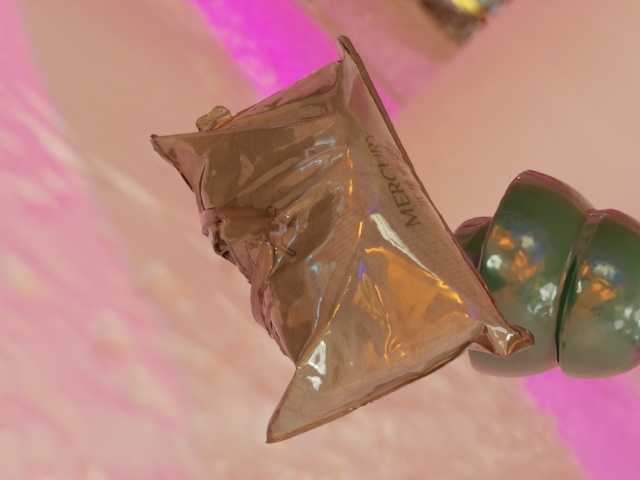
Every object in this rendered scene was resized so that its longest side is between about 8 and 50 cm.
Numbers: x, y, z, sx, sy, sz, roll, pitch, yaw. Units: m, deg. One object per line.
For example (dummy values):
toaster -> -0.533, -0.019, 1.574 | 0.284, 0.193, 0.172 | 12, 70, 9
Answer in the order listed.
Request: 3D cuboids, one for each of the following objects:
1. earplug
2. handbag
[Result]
earplug -> 0.162, 0.049, 1.254 | 0.280, 0.164, 0.257 | 12, -26, 29
handbag -> 0.000, 0.000, 1.053 | 0.270, 0.182, 0.117 | 62, -3, 25
